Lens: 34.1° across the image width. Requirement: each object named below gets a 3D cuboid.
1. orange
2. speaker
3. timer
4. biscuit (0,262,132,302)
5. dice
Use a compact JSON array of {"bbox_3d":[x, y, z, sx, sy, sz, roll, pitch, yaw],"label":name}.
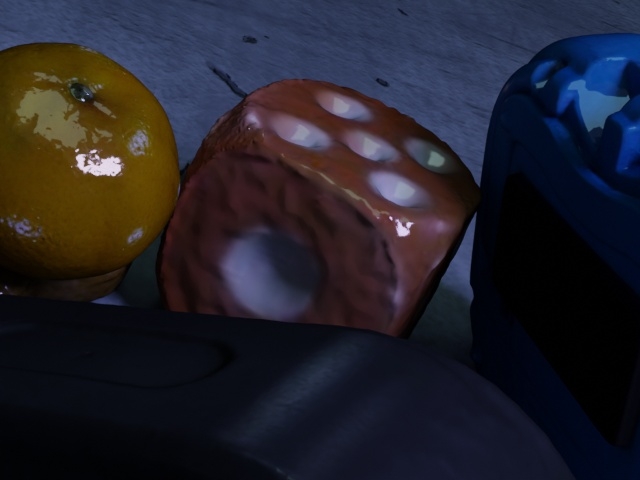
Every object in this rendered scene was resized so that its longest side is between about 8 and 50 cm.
[{"bbox_3d":[-0.160,-0.052,0.643,0.156,0.124,0.156,15,42,-14],"label":"orange"},{"bbox_3d":[-0.101,0.074,0.435,0.388,0.184,0.180,4,21,28],"label":"speaker"},{"bbox_3d":[0.197,0.047,0.666,0.115,0.309,0.340,-7,34,-15],"label":"timer"},{"bbox_3d":[-0.278,-0.042,0.713,0.314,0.063,0.367,22,31,-3],"label":"biscuit"},{"bbox_3d":[0.000,0.000,0.743,0.174,0.174,0.179,29,27,9],"label":"dice"}]
